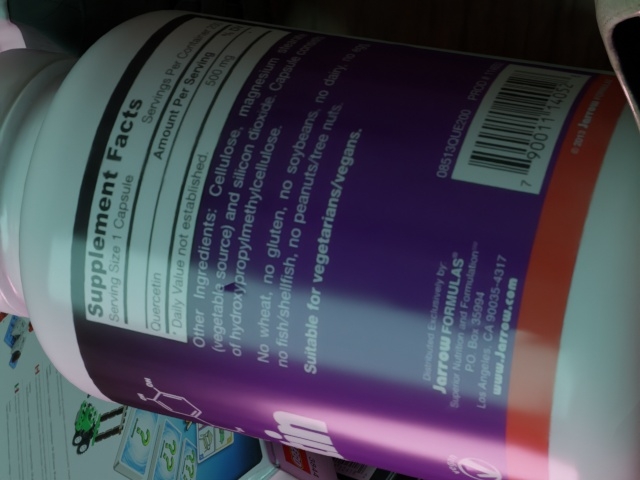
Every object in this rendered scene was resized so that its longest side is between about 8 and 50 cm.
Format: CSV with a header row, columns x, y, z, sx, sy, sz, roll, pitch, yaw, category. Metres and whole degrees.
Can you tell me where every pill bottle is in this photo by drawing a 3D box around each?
x,y,z,sx,sy,sz,roll,pitch,yaw,category
0.000,0.000,0.670,0.323,0.181,0.181,11,138,20,pill bottle

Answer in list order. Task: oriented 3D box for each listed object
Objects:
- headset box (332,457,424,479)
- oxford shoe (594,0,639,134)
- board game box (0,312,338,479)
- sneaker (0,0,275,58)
x,y,z,sx,sy,sz,roll,pitch,yaw,category
0.056,0.172,0.899,0.246,0.131,0.283,7,144,53,headset box
0.128,-0.129,0.436,0.123,0.130,0.348,0,135,28,oxford shoe
-0.101,0.073,0.854,0.053,0.193,0.305,35,-155,-35,board game box
-0.099,-0.144,0.752,0.296,0.147,0.105,93,166,-72,sneaker
